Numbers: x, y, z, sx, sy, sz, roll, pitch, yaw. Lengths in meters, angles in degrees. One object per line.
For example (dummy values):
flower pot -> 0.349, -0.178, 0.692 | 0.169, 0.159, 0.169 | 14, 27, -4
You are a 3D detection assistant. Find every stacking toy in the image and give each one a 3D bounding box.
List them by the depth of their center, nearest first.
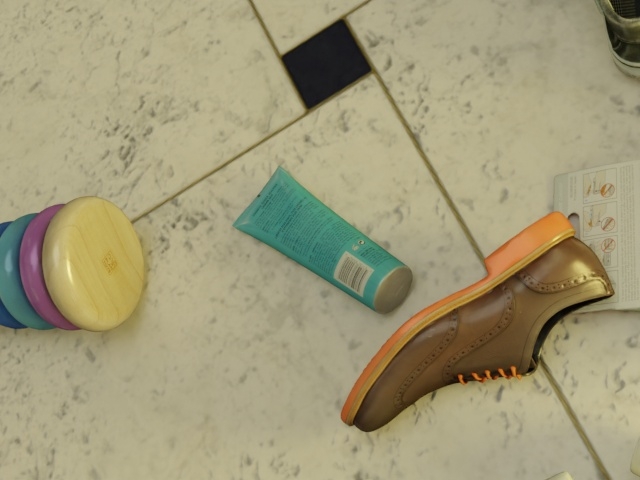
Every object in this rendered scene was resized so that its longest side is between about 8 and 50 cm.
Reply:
stacking toy -> -0.359, 0.044, 1.211 | 0.330, 0.141, 0.141 | -9, 66, 27

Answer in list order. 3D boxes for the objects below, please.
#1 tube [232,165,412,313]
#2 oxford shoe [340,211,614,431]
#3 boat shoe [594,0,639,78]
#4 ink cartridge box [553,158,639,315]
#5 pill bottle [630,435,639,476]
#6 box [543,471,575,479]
tube -> 0.000, 0.000, 1.114 | 0.207, 0.052, 0.080 | 35, 81, 35
oxford shoe -> 0.135, 0.094, 0.992 | 0.271, 0.097, 0.098 | -41, 73, 10
boat shoe -> 0.304, -0.322, 1.070 | 0.121, 0.119, 0.335 | -12, 65, 18
ink cartridge box -> 0.298, -0.002, 1.002 | 0.179, 0.045, 0.145 | -11, 65, 39
pill bottle -> 0.321, 0.185, 0.883 | 0.137, 0.078, 0.078 | 25, 81, 29
box -> 0.187, 0.290, 0.838 | 0.119, 0.181, 0.182 | -29, 62, 11
